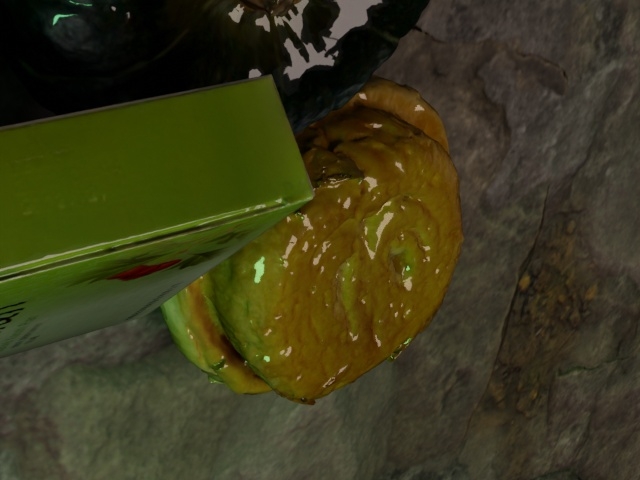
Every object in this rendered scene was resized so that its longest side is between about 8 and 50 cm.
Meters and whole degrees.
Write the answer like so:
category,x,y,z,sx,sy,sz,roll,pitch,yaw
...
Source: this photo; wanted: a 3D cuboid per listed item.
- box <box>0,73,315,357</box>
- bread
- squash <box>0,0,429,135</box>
category,x,y,z,sx,sy,sz,roll,pitch,yaw
box,-0.136,0.009,0.530,0.175,0.260,0.062,-16,83,-29
bread,0.000,-0.003,0.750,0.236,0.120,0.198,-35,133,-24
squash,-0.056,-0.161,0.556,0.252,0.165,0.252,-24,132,-30
